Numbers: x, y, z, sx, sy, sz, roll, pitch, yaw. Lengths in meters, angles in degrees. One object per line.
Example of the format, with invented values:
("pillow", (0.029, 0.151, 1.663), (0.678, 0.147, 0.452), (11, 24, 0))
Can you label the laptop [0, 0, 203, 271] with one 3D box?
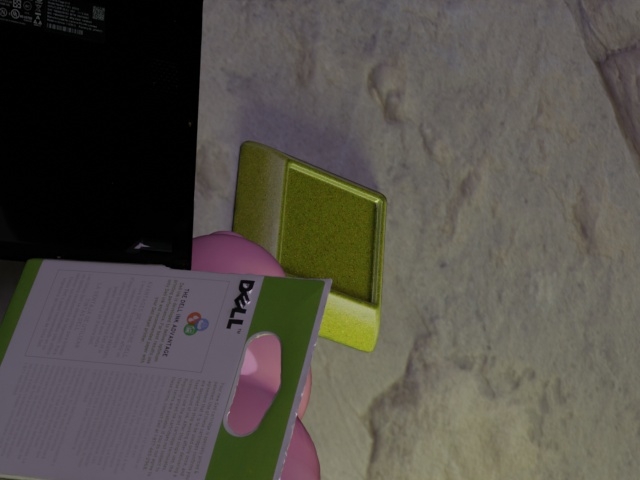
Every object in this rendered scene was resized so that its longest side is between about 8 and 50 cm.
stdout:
("laptop", (-0.321, -0.179, 1.191), (0.382, 0.236, 0.408), (7, 81, -38))

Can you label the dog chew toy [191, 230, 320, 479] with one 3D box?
("dog chew toy", (-0.096, 0.137, 1.214), (0.207, 0.206, 0.331), (27, 49, -28))

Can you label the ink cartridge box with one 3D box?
("ink cartridge box", (-0.121, 0.120, 1.041), (0.097, 0.255, 0.188), (67, 32, -52))

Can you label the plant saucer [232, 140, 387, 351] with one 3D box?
("plant saucer", (0.000, 0.000, 1.442), (0.188, 0.045, 0.188), (21, 60, -31))
